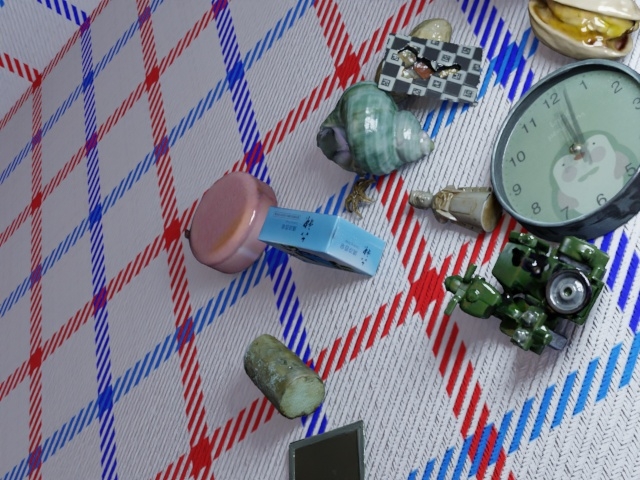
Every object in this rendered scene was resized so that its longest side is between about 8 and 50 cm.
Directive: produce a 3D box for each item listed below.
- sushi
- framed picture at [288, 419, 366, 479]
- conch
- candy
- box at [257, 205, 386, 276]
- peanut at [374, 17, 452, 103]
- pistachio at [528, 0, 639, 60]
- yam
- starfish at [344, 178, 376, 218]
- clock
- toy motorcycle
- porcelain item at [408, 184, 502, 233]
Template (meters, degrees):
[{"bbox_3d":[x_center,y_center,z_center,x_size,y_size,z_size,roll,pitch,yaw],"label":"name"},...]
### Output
[{"bbox_3d":[0.223,-0.335,1.776,0.201,0.031,0.139,11,68,4],"label":"sushi"},{"bbox_3d":[0.014,0.473,1.632,0.197,0.014,0.252,-27,51,36],"label":"framed picture"},{"bbox_3d":[0.103,-0.217,1.809,0.277,0.220,0.195,10,36,27],"label":"conch"},{"bbox_3d":[-0.213,-0.041,2.110,0.255,0.094,0.255,-25,52,37],"label":"candy"},{"bbox_3d":[0.000,0.000,1.812,0.232,0.143,0.083,8,76,49],"label":"box"},{"bbox_3d":[0.189,-0.375,1.852,0.214,0.099,0.090,-46,30,17],"label":"peanut"},{"bbox_3d":[0.455,-0.392,1.540,0.157,0.157,0.229,-54,45,11],"label":"pistachio"},{"bbox_3d":[-0.081,0.268,1.781,0.194,0.107,0.107,36,97,51],"label":"yam"},{"bbox_3d":[0.083,-0.089,1.864,0.078,0.028,0.091,-15,64,40],"label":"starfish"},{"bbox_3d":[0.428,-0.154,1.488,0.319,0.066,0.318,-27,50,37],"label":"clock"},{"bbox_3d":[0.326,0.068,1.427,0.275,0.127,0.205,31,97,48],"label":"toy motorcycle"},{"bbox_3d":[0.240,-0.069,1.655,0.213,0.054,0.084,15,87,51],"label":"porcelain item"}]
